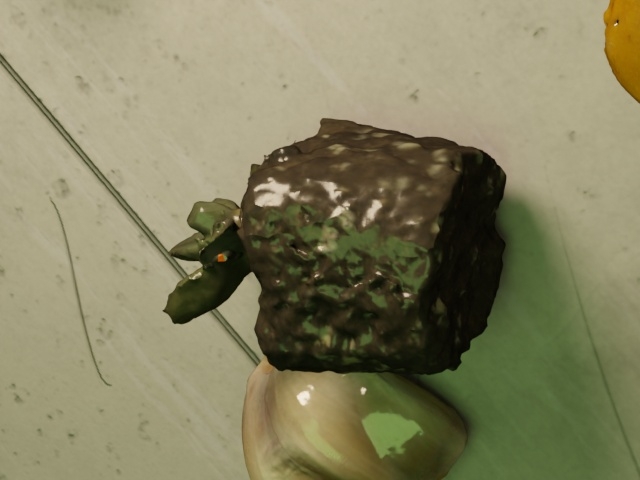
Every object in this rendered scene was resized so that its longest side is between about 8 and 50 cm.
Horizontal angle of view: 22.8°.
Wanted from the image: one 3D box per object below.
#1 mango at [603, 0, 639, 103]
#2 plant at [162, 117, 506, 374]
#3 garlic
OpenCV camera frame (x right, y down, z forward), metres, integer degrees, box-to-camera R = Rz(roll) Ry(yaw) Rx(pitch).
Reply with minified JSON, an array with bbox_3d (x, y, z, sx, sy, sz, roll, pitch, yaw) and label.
[{"bbox_3d":[0.341,-0.144,1.251,0.248,0.151,0.156,33,87,16],"label":"mango"},{"bbox_3d":[0.000,0.000,1.453,0.312,0.215,0.213,12,118,27],"label":"plant"},{"bbox_3d":[0.008,0.210,1.596,0.228,0.110,0.217,34,125,12],"label":"garlic"}]
